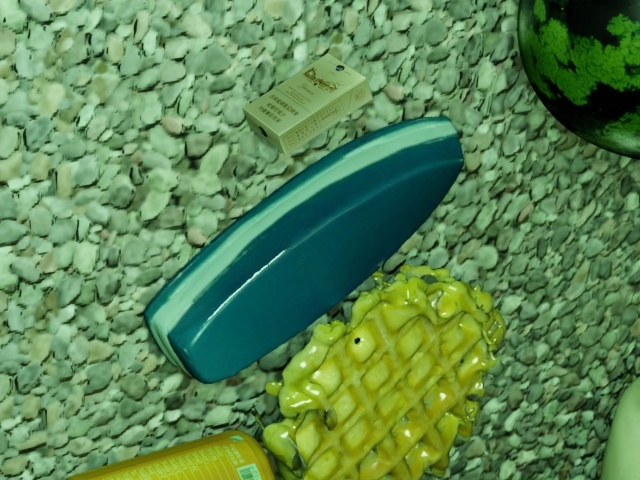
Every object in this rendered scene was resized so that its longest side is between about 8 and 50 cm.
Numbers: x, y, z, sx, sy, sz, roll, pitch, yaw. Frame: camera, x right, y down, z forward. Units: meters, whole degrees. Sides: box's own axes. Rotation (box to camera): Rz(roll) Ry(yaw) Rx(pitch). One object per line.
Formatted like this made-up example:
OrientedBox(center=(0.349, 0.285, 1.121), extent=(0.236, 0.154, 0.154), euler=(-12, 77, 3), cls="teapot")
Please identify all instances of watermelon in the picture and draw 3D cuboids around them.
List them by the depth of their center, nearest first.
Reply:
OrientedBox(center=(0.282, -0.185, 1.352), extent=(0.269, 0.269, 0.269), euler=(-18, 125, -28), cls="watermelon")

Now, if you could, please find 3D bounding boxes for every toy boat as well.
OrientedBox(center=(0.000, 0.000, 1.370), extent=(0.299, 0.061, 0.096), euler=(-38, 132, -13), cls="toy boat")

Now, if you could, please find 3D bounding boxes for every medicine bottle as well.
OrientedBox(center=(-0.134, 0.216, 1.374), extent=(0.191, 0.096, 0.096), euler=(-14, 123, -32), cls="medicine bottle")

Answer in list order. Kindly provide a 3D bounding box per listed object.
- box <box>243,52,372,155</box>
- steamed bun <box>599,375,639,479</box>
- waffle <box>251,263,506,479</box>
OrientedBox(center=(-0.010, -0.102, 1.309), extent=(0.083, 0.053, 0.024), euler=(-32, 131, -16), cls="box")
OrientedBox(center=(0.500, 0.316, 1.713), extent=(0.455, 0.290, 0.371), euler=(-3, 122, -7), cls="steamed bun")
OrientedBox(center=(0.055, 0.145, 1.478), extent=(0.280, 0.060, 0.262), euler=(-5, 118, -48), cls="waffle")
